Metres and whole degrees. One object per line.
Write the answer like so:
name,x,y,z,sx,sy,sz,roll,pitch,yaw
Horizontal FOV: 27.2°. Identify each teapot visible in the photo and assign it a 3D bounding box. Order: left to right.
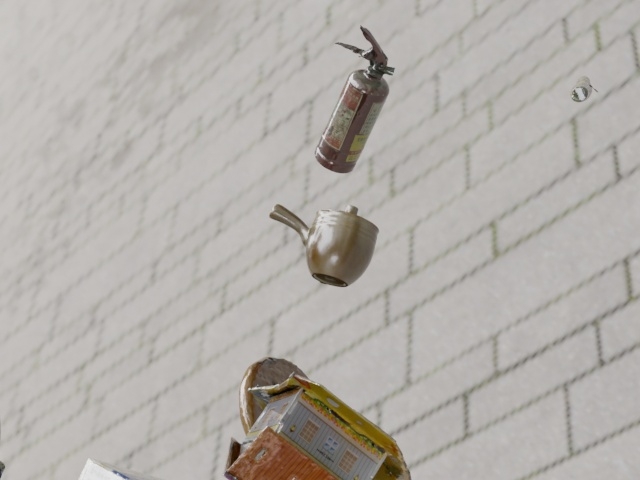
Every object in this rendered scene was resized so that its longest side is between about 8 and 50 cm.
teapot,0.000,0.000,1.316,0.085,0.110,0.080,81,-154,-72

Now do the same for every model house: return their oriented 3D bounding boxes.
model house,-0.010,0.277,1.530,0.136,0.219,0.207,-55,12,-26

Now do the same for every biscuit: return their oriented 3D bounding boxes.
biscuit,-0.042,0.253,1.762,0.036,0.212,0.212,-26,36,26

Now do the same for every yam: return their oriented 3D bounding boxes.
yam,0.350,-0.201,1.758,0.029,0.027,0.234,-30,3,17

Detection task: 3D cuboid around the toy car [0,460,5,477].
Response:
toy car,-0.403,0.070,1.239,0.226,0.242,0.336,-31,55,-8

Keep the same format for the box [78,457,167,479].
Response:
box,-0.135,0.366,1.660,0.200,0.343,0.065,21,82,32

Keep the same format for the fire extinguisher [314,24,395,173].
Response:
fire extinguisher,0.052,-0.230,2.162,0.075,0.106,0.252,-108,34,-47
